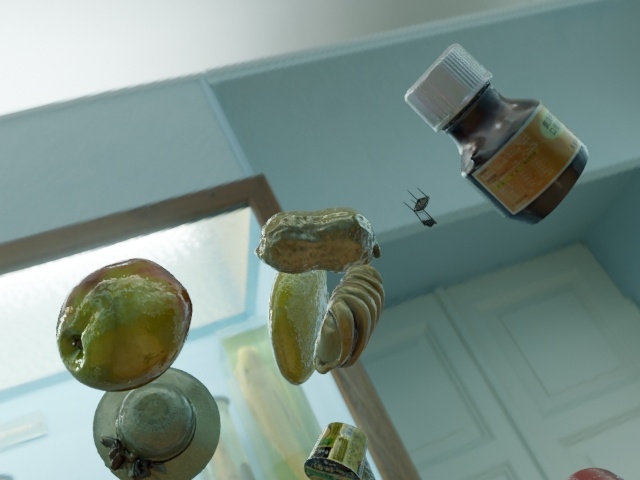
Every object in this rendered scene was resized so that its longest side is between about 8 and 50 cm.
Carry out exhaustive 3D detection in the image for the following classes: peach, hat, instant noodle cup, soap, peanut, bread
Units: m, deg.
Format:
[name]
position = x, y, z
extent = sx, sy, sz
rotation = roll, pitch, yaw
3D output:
[peach]
position = -0.329, 0.140, 1.394
extent = 0.231, 0.231, 0.231
rotation = -20, -31, -13
[hat]
position = -0.321, 0.347, 1.615
extent = 0.257, 0.257, 0.130
rotation = -18, -23, -16
[instant noodle cup]
position = 0.047, 0.520, 1.993
extent = 0.151, 0.151, 0.122
rotation = 106, -171, -51
[soap]
position = -0.041, 0.161, 2.074
extent = 0.115, 0.427, 0.306
rotation = 1, -56, 14
[peanut]
position = 0.006, -0.006, 1.788
extent = 0.291, 0.143, 0.159
rotation = 1, -43, -29
[bread]
position = 0.050, 0.126, 1.314
extent = 0.225, 0.081, 0.134
rotation = -53, -20, -67

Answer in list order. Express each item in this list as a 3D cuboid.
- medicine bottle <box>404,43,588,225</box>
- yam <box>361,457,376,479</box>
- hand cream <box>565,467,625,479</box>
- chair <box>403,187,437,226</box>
[medicine bottle]
position = 0.369, -0.233, 1.793
extent = 0.242, 0.395, 0.242
rotation = -49, 6, 7
[yam]
position = 0.147, 0.731, 2.316
extent = 0.071, 0.317, 0.067
rotation = 0, -38, -33
[hand cream]
position = 0.736, 0.718, 2.160
extent = 0.230, 0.230, 0.149
rotation = -22, 5, -10
[chair]
position = 0.210, -0.070, 1.708
extent = 0.037, 0.042, 0.086
rotation = -11, -48, 49
